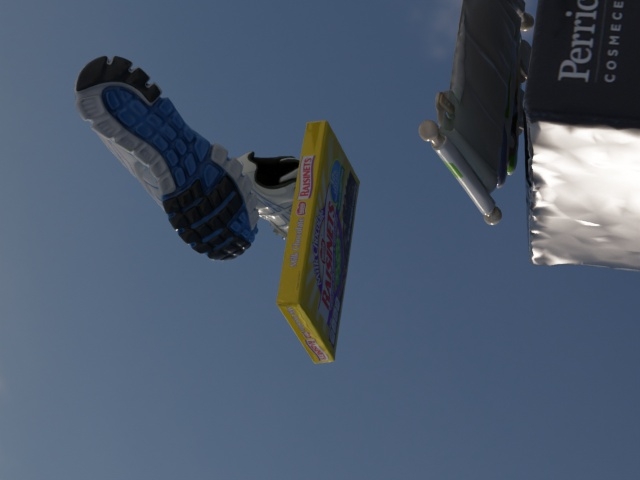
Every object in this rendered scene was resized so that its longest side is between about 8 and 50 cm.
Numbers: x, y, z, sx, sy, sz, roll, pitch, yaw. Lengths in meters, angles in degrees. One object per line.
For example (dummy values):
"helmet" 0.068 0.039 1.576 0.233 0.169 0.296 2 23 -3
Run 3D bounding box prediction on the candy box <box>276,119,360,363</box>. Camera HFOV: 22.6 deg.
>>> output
"candy box" 0.000 0.000 1.485 0.027 0.105 0.206 -6 -126 21

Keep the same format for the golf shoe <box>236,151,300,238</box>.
"golf shoe" -0.029 -0.047 1.647 0.086 0.176 0.069 -44 -129 37

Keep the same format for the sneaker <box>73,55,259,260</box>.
"sneaker" -0.118 -0.066 1.226 0.071 0.190 0.083 -41 -163 -9

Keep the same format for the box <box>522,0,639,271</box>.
"box" 0.418 -0.221 1.234 0.297 0.472 0.480 69 29 -65

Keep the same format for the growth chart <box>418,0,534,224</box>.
"growth chart" 0.135 -0.132 1.293 0.021 0.172 0.237 -5 -125 26
